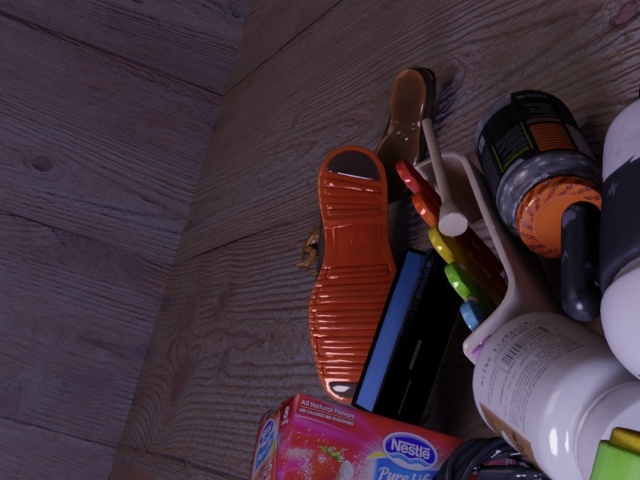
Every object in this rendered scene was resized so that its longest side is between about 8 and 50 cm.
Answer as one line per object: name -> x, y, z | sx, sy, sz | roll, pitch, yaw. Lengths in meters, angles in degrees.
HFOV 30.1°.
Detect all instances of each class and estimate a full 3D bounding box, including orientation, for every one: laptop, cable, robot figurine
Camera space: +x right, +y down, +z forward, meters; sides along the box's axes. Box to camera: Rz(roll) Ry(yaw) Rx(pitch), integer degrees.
laptop -> 0.086, 0.118, 1.482 | 0.264, 0.136, 0.234 | 18, -90, -66
cable -> 0.179, 0.268, 1.115 | 0.150, 0.047, 0.184 | -37, 47, -12
robot figurine -> 0.305, -0.012, 0.928 | 0.209, 0.173, 0.278 | 122, 160, -59

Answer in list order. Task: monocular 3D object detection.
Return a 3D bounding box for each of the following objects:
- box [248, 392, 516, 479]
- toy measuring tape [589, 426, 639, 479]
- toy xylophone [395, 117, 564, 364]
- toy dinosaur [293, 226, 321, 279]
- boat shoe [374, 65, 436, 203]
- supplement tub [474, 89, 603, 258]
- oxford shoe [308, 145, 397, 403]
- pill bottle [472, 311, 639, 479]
box -> 0.061, 0.259, 1.226 | 0.122, 0.257, 0.128 | 137, 147, -59
toy measuring tape -> 0.236, 0.166, 0.793 | 0.330, 0.121, 0.121 | 25, -97, -75
toy xylophone -> 0.161, 0.005, 1.272 | 0.081, 0.236, 0.323 | -35, 28, 17
toy dinosaur -> 0.000, 0.000, 1.997 | 0.211, 0.064, 0.112 | -35, 38, 61
boat shoe -> 0.131, -0.156, 1.769 | 0.073, 0.073, 0.207 | -22, -49, -63
supplement tub -> 0.237, -0.071, 1.274 | 0.190, 0.117, 0.117 | -97, 31, -55
oxford shoe -> 0.053, 0.055, 1.713 | 0.133, 0.130, 0.364 | 82, -169, -77
pill bottle -> 0.232, 0.150, 1.035 | 0.229, 0.131, 0.131 | -145, 75, -72
